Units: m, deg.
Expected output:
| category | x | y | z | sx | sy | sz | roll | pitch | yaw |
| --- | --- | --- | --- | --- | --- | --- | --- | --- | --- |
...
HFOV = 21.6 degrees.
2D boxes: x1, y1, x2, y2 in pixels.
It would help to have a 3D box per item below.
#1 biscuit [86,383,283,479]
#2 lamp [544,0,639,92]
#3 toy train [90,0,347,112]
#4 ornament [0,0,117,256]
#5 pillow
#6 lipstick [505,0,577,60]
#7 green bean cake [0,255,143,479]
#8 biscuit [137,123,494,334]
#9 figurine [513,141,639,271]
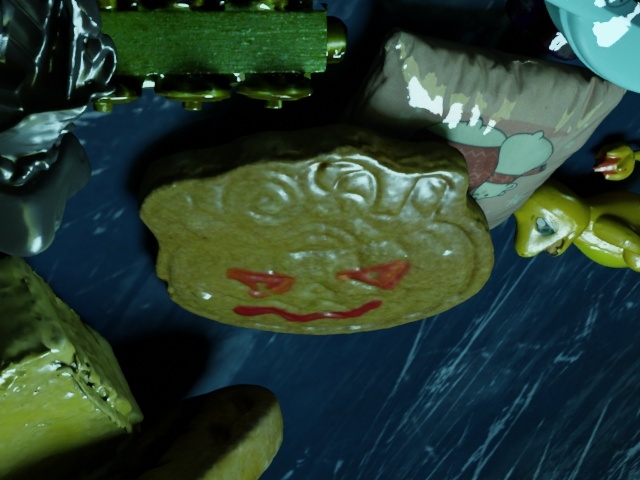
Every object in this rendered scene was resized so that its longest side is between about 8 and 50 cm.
| category | x | y | z | sx | sy | sz | roll | pitch | yaw |
| --- | --- | --- | --- | --- | --- | --- | --- | --- | --- |
| biscuit | -0.198 | 0.232 | 1.407 | 0.314 | 0.063 | 0.367 | -17 | -164 | 40 |
| lamp | 0.235 | -0.202 | 1.126 | 0.284 | 0.147 | 0.209 | 4 | 131 | -50 |
| toy train | -0.099 | -0.133 | 1.093 | 0.226 | 0.137 | 0.090 | -3 | 101 | -28 |
| ornament | -0.234 | -0.133 | 0.936 | 0.251 | 0.106 | 0.260 | 18 | 135 | 1 |
| pillow | 0.105 | -0.078 | 1.357 | 0.236 | 0.084 | 0.223 | 2 | 142 | -29 |
| lipstick | 0.250 | -0.261 | 1.241 | 0.081 | 0.081 | 0.299 | 8 | 130 | -44 |
| green bean cake | -0.276 | 0.129 | 1.307 | 0.224 | 0.131 | 0.229 | -28 | 150 | 0 |
| biscuit | 0.000 | 0.002 | 1.336 | 0.273 | 0.049 | 0.257 | -6 | 145 | 4 |
| figurine | 0.253 | -0.035 | 1.553 | 0.176 | 0.121 | 0.122 | 9 | 103 | -32 |
